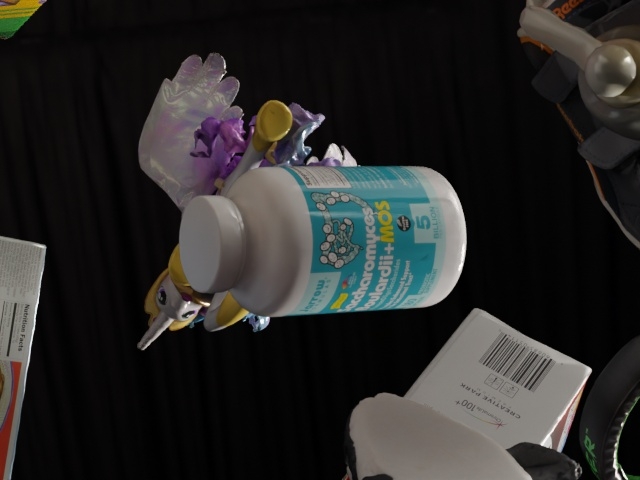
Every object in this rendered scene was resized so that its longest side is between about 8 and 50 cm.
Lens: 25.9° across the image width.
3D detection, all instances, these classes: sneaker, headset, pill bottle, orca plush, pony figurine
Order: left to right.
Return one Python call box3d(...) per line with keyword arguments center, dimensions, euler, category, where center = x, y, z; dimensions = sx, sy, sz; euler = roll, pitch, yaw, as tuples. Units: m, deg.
box3d(center=(-0.096, -0.037, 1.621), dimensions=(0.303, 0.351, 0.363), euler=(32, 162, -9), category="pony figurine")
box3d(center=(0.000, 0.000, 1.364), dimensions=(0.264, 0.146, 0.146), euler=(-3, -171, -30), category="pill bottle")
box3d(center=(0.114, 0.202, 0.847), dimensions=(0.287, 0.102, 0.151), euler=(23, -149, 34), category="orca plush")
box3d(center=(0.217, -0.109, 0.970), dimensions=(0.126, 0.127, 0.321), euler=(-34, -133, 17), category="sneaker")
box3d(center=(0.435, 0.116, 1.422), dimensions=(0.394, 0.243, 0.185), euler=(-32, -142, 2), category="headset")

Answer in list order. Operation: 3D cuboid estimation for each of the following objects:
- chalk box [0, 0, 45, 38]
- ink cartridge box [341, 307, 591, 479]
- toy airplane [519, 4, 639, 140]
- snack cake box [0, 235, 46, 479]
box3d(center=(-0.334, -0.299, 1.089), dimensions=(0.179, 0.180, 0.289), euler=(-37, 155, 30), category="chalk box")
box3d(center=(0.111, 0.270, 1.317), dimensions=(0.130, 0.309, 0.272), euler=(29, -129, 20), category="ink cartridge box")
box3d(center=(0.216, -0.246, 0.776), dimensions=(0.273, 0.384, 0.386), euler=(2, -131, 6), category="toy airplane")
box3d(center=(-0.340, 0.119, 1.200), dimensions=(0.152, 0.264, 0.089), euler=(13, 173, -43), category="snack cake box")
